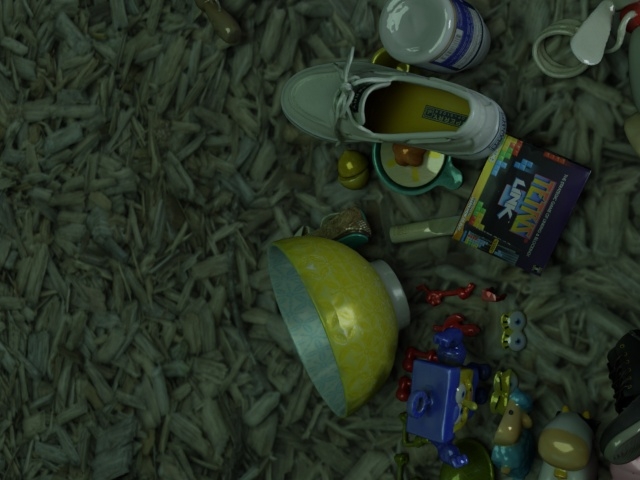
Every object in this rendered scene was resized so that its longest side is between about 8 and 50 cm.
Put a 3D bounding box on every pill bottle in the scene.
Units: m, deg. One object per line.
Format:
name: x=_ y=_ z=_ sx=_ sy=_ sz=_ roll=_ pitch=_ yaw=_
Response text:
pill bottle: x=0.173 y=-0.299 z=1.351 sx=0.112 sy=0.187 sz=0.112 roll=1 pitch=92 yaw=31

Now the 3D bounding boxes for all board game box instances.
board game box: x=0.287 y=-0.054 z=1.347 sx=0.141 sy=0.048 sz=0.170 roll=24 pitch=105 yaw=8

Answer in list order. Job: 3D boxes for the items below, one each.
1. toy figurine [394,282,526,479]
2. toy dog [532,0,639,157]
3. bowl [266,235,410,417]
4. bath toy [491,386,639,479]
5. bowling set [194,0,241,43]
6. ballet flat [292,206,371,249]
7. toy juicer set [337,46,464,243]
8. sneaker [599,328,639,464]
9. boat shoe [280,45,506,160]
toy figurine: x=0.157 y=0.245 z=1.363 sx=0.191 sy=0.217 sz=0.362 roll=12 pitch=97 yaw=30
toy dog: x=0.422 y=-0.246 z=1.219 sx=0.333 sy=0.161 sz=0.220 roll=47 pitch=113 yaw=21
bowl: x=0.044 y=0.110 z=1.443 sx=0.156 sy=0.289 sz=0.289 roll=-22 pitch=77 yaw=-14
bath toy: x=0.414 y=0.308 z=1.267 sx=0.348 sy=0.151 sz=0.129 roll=15 pitch=71 yaw=27
bowling set: x=-0.123 y=-0.488 z=1.560 sx=0.154 sy=0.200 sz=0.287 roll=54 pitch=158 yaw=23
ballet flat: x=0.000 y=0.000 z=1.541 sx=0.206 sy=0.073 sz=0.067 roll=-23 pitch=56 yaw=33
toy juicer set: x=0.116 y=-0.117 z=1.449 sx=0.209 sy=0.089 sz=0.329 roll=-33 pitch=76 yaw=27
sneaker: x=0.403 y=0.203 z=1.227 sx=0.118 sy=0.222 sz=0.083 roll=38 pitch=134 yaw=30
boat shoe: x=0.071 y=-0.196 z=1.339 sx=0.367 sy=0.156 sz=0.136 roll=19 pitch=91 yaw=32
